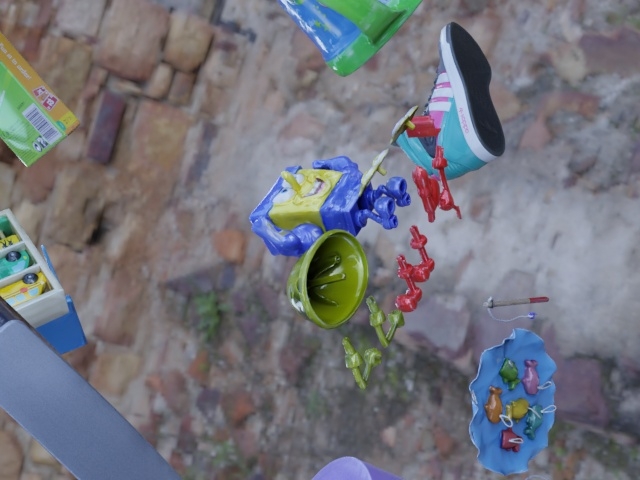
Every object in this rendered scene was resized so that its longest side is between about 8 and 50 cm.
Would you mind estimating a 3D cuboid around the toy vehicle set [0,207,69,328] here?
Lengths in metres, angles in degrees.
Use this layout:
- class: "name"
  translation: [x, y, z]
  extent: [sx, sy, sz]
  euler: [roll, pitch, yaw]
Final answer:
- class: "toy vehicle set"
  translation: [-0.423, 0.071, 1.228]
  extent: [0.166, 0.267, 0.035]
  euler: [45, 151, 41]

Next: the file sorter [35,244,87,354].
- class: "file sorter"
  translation: [-0.395, 0.095, 1.433]
  extent: [0.118, 0.170, 0.104]
  euler: [92, 153, -60]

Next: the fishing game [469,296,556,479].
- class: "fishing game"
  translation: [0.247, 0.200, 1.429]
  extent: [0.041, 0.189, 0.264]
  euler: [2, 91, 44]

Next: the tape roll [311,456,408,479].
- class: "tape roll"
  translation: [0.032, 0.329, 1.211]
  extent: [0.189, 0.080, 0.189]
  euler: [-47, 26, 32]

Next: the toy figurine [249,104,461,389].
- class: "toy figurine"
  translation: [0.000, 0.000, 1.397]
  extent: [0.217, 0.191, 0.362]
  euler: [0, 40, 32]

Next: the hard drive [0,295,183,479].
- class: "hard drive"
  translation: [-0.178, 0.124, 0.816]
  extent: [0.054, 0.255, 0.172]
  euler: [-44, 35, -13]

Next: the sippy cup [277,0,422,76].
- class: "sippy cup"
  translation: [0.022, -0.389, 1.627]
  extent: [0.240, 0.224, 0.305]
  euler: [-55, 14, -16]

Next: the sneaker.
- class: "sneaker"
  translation: [0.197, -0.211, 1.908]
  extent: [0.178, 0.124, 0.295]
  euler: [-34, 43, 33]

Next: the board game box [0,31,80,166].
- class: "board game box"
  translation: [-0.405, -0.210, 1.374]
  extent: [0.124, 0.259, 0.039]
  euler: [-24, 23, 51]
